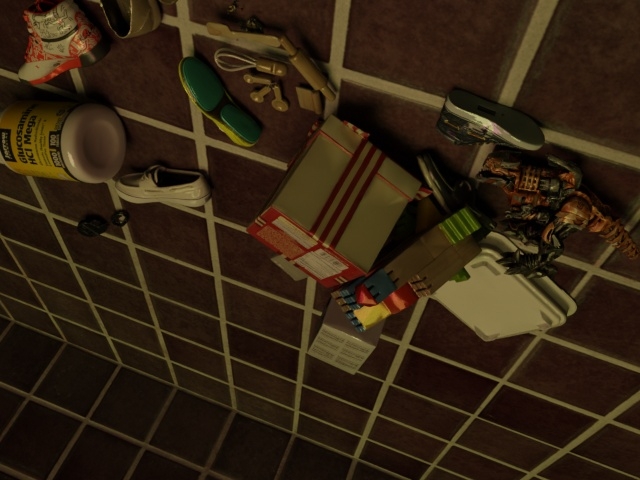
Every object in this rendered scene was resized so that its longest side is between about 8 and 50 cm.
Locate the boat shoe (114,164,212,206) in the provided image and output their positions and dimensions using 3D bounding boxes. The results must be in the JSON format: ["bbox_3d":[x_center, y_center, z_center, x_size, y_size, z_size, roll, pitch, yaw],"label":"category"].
[{"bbox_3d":[-0.408,-0.147,1.560,0.267,0.096,0.088,11,140,19],"label":"boat shoe"}]

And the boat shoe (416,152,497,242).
[{"bbox_3d":[0.271,-0.092,1.238,0.079,0.084,0.233,-36,112,11],"label":"boat shoe"}]

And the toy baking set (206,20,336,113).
[{"bbox_3d":[-0.094,-0.315,1.152,0.196,0.030,0.256,-1,148,37],"label":"toy baking set"}]

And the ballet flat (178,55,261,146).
[{"bbox_3d":[-0.220,-0.280,1.282,0.231,0.077,0.077,45,158,-30],"label":"ballet flat"}]

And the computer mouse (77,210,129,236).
[{"bbox_3d":[-0.669,-0.060,1.902,0.242,0.041,0.071,-13,140,34],"label":"computer mouse"}]

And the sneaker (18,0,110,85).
[{"bbox_3d":[-0.578,-0.424,1.295,0.270,0.090,0.145,-5,135,32],"label":"sneaker"}]

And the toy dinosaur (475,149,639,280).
[{"bbox_3d":[0.429,-0.041,1.134,0.322,0.164,0.218,40,132,15],"label":"toy dinosaur"}]

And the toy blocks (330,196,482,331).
[{"bbox_3d":[0.144,0.079,1.266,0.191,0.261,0.381,54,160,-1],"label":"toy blocks"}]

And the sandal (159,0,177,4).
[{"bbox_3d":[-0.276,-0.479,1.061,0.072,0.049,0.180,22,146,5],"label":"sandal"}]

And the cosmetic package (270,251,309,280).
[{"bbox_3d":[0.000,0.000,1.472,0.107,0.127,0.238,43,144,-24],"label":"cosmetic package"}]

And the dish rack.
[{"bbox_3d":[0.394,0.128,1.448,0.333,0.072,0.285,40,144,-19],"label":"dish rack"}]

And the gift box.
[{"bbox_3d":[0.041,-0.078,1.213,0.255,0.258,0.276,37,158,-15],"label":"gift box"}]

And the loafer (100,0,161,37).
[{"bbox_3d":[-0.365,-0.475,1.085,0.101,0.092,0.269,8,143,24],"label":"loafer"}]

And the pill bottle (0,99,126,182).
[{"bbox_3d":[-0.659,-0.244,1.499,0.333,0.188,0.188,7,143,24],"label":"pill bottle"}]

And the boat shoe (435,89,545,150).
[{"bbox_3d":[0.295,-0.193,1.082,0.183,0.065,0.083,28,148,8],"label":"boat shoe"}]

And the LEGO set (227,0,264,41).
[{"bbox_3d":[-0.129,-0.396,1.112,0.054,0.023,0.083,-12,119,39],"label":"LEGO set"}]

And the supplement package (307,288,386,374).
[{"bbox_3d":[0.080,0.214,1.648,0.149,0.194,0.203,24,146,0],"label":"supplement package"}]
